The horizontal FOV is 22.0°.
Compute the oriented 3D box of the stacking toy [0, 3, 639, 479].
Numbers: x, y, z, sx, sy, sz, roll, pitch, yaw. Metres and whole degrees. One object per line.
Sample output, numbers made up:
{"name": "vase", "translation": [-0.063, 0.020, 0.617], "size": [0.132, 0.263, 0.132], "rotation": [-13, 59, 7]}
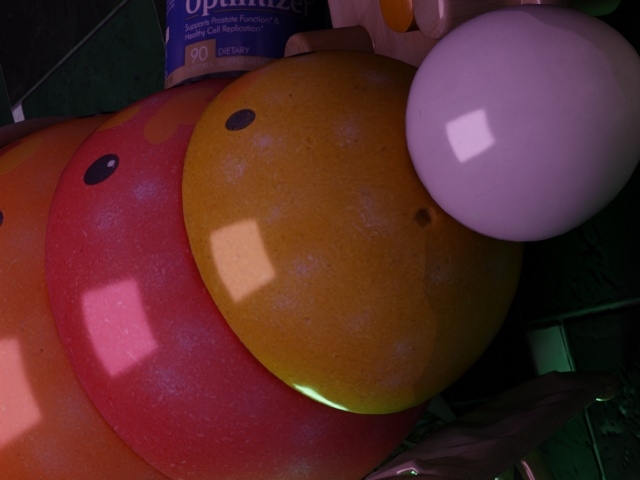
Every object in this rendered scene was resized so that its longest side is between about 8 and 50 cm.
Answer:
{"name": "stacking toy", "translation": [0.000, 0.000, 0.947], "size": [0.480, 0.350, 0.350], "rotation": [-32, 71, 42]}

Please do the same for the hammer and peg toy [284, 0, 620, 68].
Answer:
{"name": "hammer and peg toy", "translation": [0.046, -0.273, 1.011], "size": [0.266, 0.127, 0.361], "rotation": [-11, 90, 65]}

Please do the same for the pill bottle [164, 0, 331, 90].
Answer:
{"name": "pill bottle", "translation": [-0.053, -0.188, 1.212], "size": [0.123, 0.123, 0.219], "rotation": [147, 126, -63]}

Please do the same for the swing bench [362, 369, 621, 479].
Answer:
{"name": "swing bench", "translation": [0.087, 0.228, 0.969], "size": [0.165, 0.253, 0.255], "rotation": [-11, 93, 31]}

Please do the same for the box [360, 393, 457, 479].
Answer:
{"name": "box", "translation": [0.004, 0.187, 1.180], "size": [0.159, 0.233, 0.044], "rotation": [56, 152, 37]}
